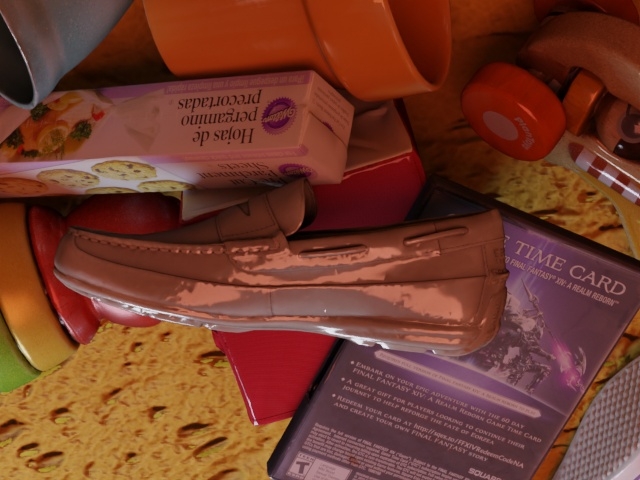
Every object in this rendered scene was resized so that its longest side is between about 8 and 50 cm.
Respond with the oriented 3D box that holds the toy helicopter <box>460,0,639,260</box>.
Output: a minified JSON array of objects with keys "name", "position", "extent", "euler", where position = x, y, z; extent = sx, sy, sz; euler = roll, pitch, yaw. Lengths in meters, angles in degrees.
[{"name":"toy helicopter","position":[0.273,-0.043,1.432],"extent":[0.140,0.235,0.355],"euler":[-52,140,-22]}]

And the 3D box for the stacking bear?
[{"name":"stacking bear","position":[-0.240,0.043,1.454],"extent":[0.289,0.175,0.164],"euler":[-20,110,2]}]

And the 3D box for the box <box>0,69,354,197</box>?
[{"name":"box","position":[-0.132,-0.076,1.353],"extent":[0.324,0.063,0.067],"euler":[-1,158,30]}]

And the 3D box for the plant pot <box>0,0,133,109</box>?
[{"name":"plant pot","position":[-0.210,-0.265,1.241],"extent":[0.196,0.293,0.293],"euler":[-39,118,-15]}]

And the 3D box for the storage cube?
[{"name":"storage cube","position":[0.000,0.000,1.433],"extent":[0.215,0.183,0.193],"euler":[-16,118,4]}]

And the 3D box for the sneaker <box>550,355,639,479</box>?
[{"name":"sneaker","position":[0.308,0.215,1.633],"extent":[0.161,0.102,0.282],"euler":[16,127,-17]}]

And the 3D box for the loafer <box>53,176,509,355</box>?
[{"name":"loafer","position":[-0.027,0.009,1.278],"extent":[0.319,0.112,0.111],"euler":[5,96,1]}]

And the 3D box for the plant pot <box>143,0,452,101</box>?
[{"name":"plant pot","position":[-0.023,-0.192,1.332],"extent":[0.188,0.205,0.205],"euler":[-10,120,18]}]

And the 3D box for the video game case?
[{"name":"video game case","position":[0.106,0.101,1.380],"extent":[0.196,0.026,0.274],"euler":[22,111,-17]}]
